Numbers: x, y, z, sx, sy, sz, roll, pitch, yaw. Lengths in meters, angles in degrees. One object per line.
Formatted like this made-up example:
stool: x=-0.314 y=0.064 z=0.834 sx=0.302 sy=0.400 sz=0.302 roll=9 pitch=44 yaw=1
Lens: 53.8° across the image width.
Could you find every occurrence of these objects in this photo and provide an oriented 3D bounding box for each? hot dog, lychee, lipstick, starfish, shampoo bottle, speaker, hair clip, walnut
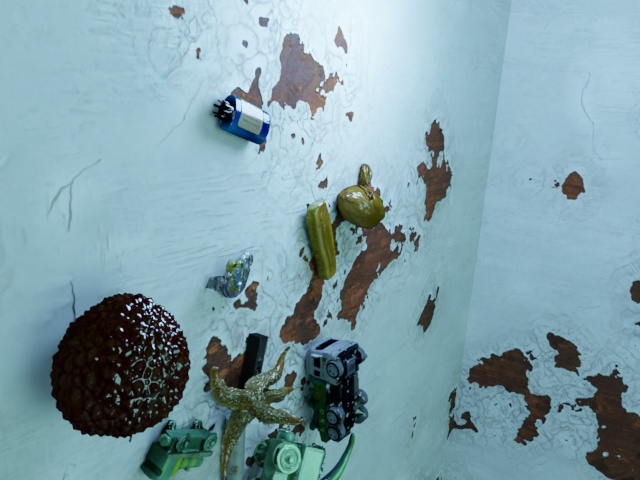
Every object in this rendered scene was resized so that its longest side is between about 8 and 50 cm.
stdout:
hot dog: x=0.150 y=-0.219 z=2.132 sx=0.058 sy=0.035 sz=0.084 roll=-3 pitch=103 yaw=-62
hot dog: x=0.002 y=0.002 z=1.942 sx=0.088 sy=0.061 sz=0.286 roll=-41 pitch=135 yaw=-41
lychee: x=-0.382 y=0.248 z=1.212 sx=0.264 sy=0.264 sz=0.300 roll=-22 pitch=123 yaw=-54
lipstick: x=-0.242 y=0.609 z=1.767 sx=0.059 sy=0.059 sz=0.264 roll=-16 pitch=114 yaw=-56
starfish: x=-0.156 y=0.454 z=1.716 sx=0.293 sy=0.084 sz=0.302 roll=-10 pitch=92 yaw=-44
shampoo bottle: x=-0.191 y=-0.294 z=1.524 sx=0.183 sy=0.050 sz=0.087 roll=13 pitch=93 yaw=-60
speaker: x=-0.191 y=0.358 z=1.770 sx=0.040 sy=0.046 sz=0.191 roll=9 pitch=93 yaw=-59
hair clip: x=-0.227 y=0.094 z=1.622 sx=0.172 sy=0.049 sz=0.116 roll=-23 pitch=134 yaw=-64
walnut: x=0.136 y=-0.107 z=2.069 sx=0.245 sy=0.137 sz=0.137 roll=32 pitch=74 yaw=-55

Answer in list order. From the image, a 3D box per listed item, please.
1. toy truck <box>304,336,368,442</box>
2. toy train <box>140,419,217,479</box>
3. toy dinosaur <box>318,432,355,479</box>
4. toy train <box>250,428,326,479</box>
toy truck: x=0.043 y=0.501 z=2.080 sx=0.176 sy=0.177 sz=0.364 roll=-21 pitch=118 yaw=-49
toy train: x=-0.340 y=0.516 z=1.557 sx=0.132 sy=0.083 sz=0.200 roll=-63 pitch=148 yaw=-3
toy dinosaur: x=-0.105 y=0.810 z=1.980 sx=0.374 sy=0.143 sz=0.501 roll=28 pitch=83 yaw=-44
toy train: x=-0.107 y=0.707 z=1.871 sx=0.188 sy=0.159 sz=0.272 roll=28 pitch=65 yaw=-29
